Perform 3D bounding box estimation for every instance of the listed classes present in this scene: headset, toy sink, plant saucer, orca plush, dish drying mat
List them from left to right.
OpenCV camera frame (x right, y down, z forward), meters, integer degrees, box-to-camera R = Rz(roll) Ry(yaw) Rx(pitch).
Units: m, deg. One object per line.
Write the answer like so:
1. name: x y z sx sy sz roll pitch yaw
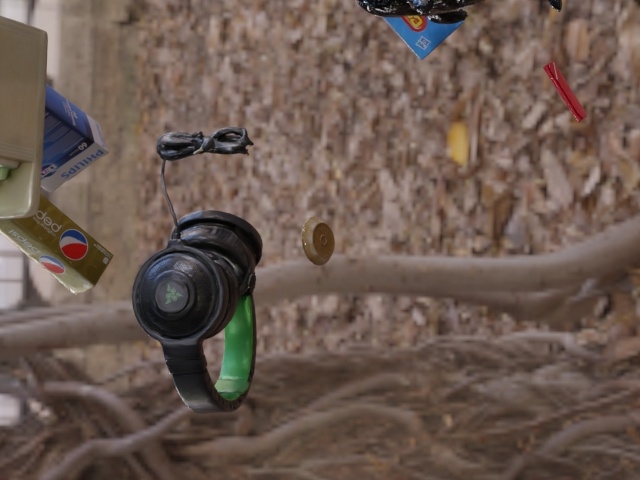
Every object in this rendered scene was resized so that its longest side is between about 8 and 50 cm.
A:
1. toy sink: -0.436 -0.148 1.598 0.153 0.131 0.234 -2 83 34
2. headset: -0.136 0.041 1.753 0.243 0.185 0.394 -62 -38 -63
3. plant saucer: 0.000 0.000 2.195 0.015 0.083 0.083 -9 78 39
4. orca plush: 0.159 -0.304 1.647 0.151 0.287 0.102 76 -147 -47
5. dish drying mat: 0.310 -0.188 1.655 0.008 0.032 0.083 -32 91 33

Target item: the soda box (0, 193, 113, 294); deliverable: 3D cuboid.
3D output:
1. soda box: -0.384 -0.006 1.847 0.058 0.181 0.061 -22 34 48

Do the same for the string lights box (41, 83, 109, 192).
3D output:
1. string lights box: -0.483 -0.190 2.165 0.260 0.133 0.077 40 -159 -53

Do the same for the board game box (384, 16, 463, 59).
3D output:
1. board game box: 0.079 -0.424 2.015 0.086 0.302 0.308 -42 7 8
